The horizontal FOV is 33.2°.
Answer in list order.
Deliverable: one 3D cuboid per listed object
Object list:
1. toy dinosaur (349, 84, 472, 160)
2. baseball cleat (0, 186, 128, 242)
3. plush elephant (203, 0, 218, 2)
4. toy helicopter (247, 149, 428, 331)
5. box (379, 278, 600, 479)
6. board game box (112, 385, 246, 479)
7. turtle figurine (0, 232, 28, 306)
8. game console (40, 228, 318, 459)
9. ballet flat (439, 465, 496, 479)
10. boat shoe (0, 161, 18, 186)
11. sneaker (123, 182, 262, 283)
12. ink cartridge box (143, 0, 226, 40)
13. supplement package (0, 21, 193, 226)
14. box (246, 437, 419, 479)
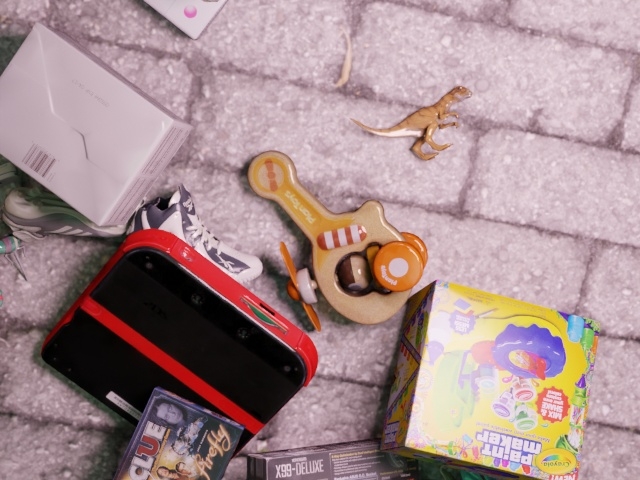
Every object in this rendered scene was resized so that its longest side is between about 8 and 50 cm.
[{"bbox_3d":[0.164,-0.192,1.818,0.212,0.064,0.112,-25,83,-9],"label":"toy dinosaur"},{"bbox_3d":[-0.429,-0.034,1.789,0.206,0.072,0.109,17,138,-25],"label":"baseball cleat"},{"bbox_3d":[-0.303,-0.507,1.548,0.255,0.272,0.330,-24,71,-14],"label":"plush elephant"},{"bbox_3d":[0.000,0.000,1.816,0.235,0.140,0.355,-44,90,12],"label":"toy helicopter"},{"bbox_3d":[0.280,0.245,1.791,0.290,0.177,0.279,14,75,-7],"label":"box"},{"bbox_3d":[-0.249,0.387,1.780,0.165,0.042,0.243,24,89,3],"label":"board game box"},{"bbox_3d":[-0.576,0.040,1.764,0.175,0.118,0.234,-36,96,2],"label":"turtle figurine"},{"bbox_3d":[-0.234,0.192,1.805,0.386,0.060,0.342,38,118,-10],"label":"game console"},{"bbox_3d":[0.244,0.379,1.911,0.087,0.083,0.247,-22,100,13],"label":"ballet flat"},{"bbox_3d":[-0.552,-0.104,1.779,0.100,0.035,0.035,-20,74,3],"label":"boat shoe"},{"bbox_3d":[-0.207,-0.016,1.790,0.235,0.094,0.153,10,108,3],"label":"sneaker"},{"bbox_3d":[-0.229,-0.547,1.708,0.324,0.071,0.330,37,97,-10],"label":"ink cartridge box"},{"bbox_3d":[-0.375,-0.177,1.694,0.262,0.145,0.204,36,95,4],"label":"supplement package"},{"bbox_3d":[0.027,0.470,1.824,0.308,0.076,0.242,-2,88,-30],"label":"box"}]
